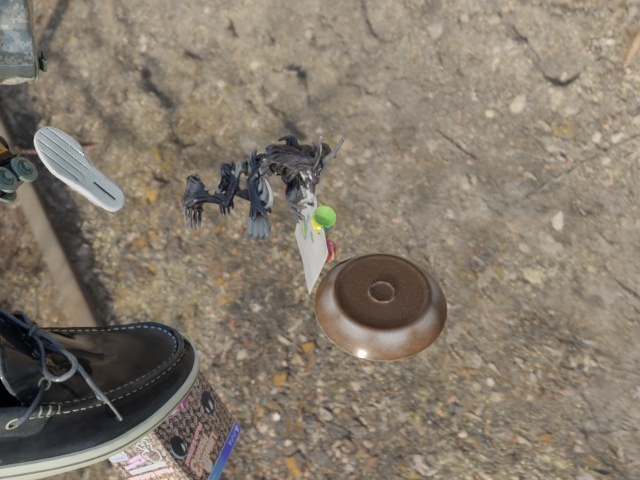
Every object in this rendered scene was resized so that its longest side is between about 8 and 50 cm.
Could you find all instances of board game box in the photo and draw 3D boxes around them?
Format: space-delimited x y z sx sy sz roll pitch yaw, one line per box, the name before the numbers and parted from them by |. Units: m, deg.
board game box | -0.330 0.386 1.629 0.141 0.291 0.232 -22 21 24

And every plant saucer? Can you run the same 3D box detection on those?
plant saucer | 0.090 0.085 1.141 0.199 0.036 0.198 0 48 0

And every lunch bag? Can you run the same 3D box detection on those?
lunch bag | -0.653 -0.380 1.350 0.212 0.305 0.256 116 141 -51

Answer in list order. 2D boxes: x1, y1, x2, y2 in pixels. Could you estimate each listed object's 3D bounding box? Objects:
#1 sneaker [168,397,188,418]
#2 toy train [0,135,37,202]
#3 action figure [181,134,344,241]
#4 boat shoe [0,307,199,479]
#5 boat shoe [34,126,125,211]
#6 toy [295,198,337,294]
sneaker | -0.313 0.271 1.296 0.077 0.178 0.071 12 111 51
toy train | -0.855 -0.166 1.921 0.142 0.190 0.334 -36 10 25
action figure | -0.075 -0.077 1.159 0.276 0.164 0.140 -11 94 41
boat shoe | -0.335 0.149 0.821 0.187 0.500 0.155 32 117 39
boat shoe | -0.509 -0.139 1.613 0.083 0.226 0.076 -48 14 -24
toy | 0.000 0.000 1.475 0.056 0.237 0.136 -9 69 -10
